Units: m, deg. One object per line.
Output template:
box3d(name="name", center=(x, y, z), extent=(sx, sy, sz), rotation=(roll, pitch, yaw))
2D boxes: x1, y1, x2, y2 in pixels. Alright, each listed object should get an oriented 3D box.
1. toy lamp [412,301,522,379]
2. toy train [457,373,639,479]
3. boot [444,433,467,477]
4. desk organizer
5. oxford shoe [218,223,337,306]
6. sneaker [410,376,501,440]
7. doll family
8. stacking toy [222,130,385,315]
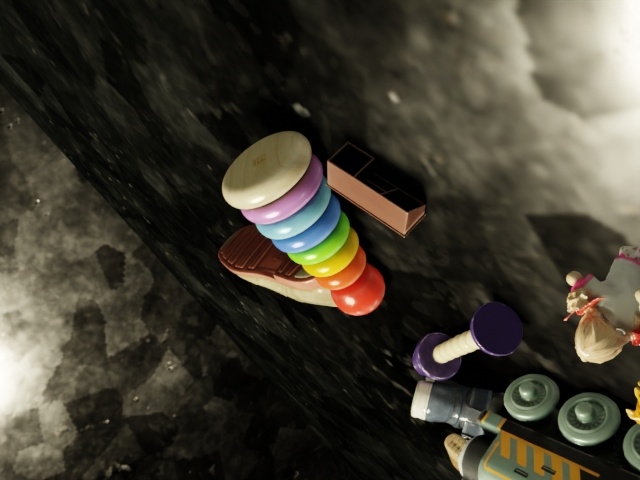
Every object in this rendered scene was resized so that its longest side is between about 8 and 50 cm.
box3d(name="toy lamp", center=(0.202, 0.160, 0.915), extent=(0.080, 0.080, 0.274), rotation=(42, 160, 6))
box3d(name="toy train", center=(0.329, 0.300, 0.785), extent=(0.334, 0.190, 0.142), rotation=(12, 142, 54))
box3d(name="boot", center=(0.361, 0.503, 1.227), extent=(0.207, 0.090, 0.248), rotation=(50, 177, -34))
box3d(name="desk organizer", center=(0.070, -0.066, 0.778), extent=(0.130, 0.047, 0.050), rotation=(36, 155, 22))
box3d(name="oxford shoe", center=(-0.076, 0.059, 1.181), extent=(0.348, 0.123, 0.130), rotation=(19, 153, 50))
box3d(name="sneaker", center=(0.247, 0.282, 1.049), extent=(0.163, 0.086, 0.226), rotation=(10, 177, 15))
box3d(name="doll family", center=(0.316, 0.106, 0.475), extent=(0.263, 0.163, 0.118), rotation=(44, 163, 1))
box3d(name="stacking toy", center=(0.000, 0.000, 0.930), extent=(0.141, 0.141, 0.330), rotation=(16, 150, 51))
